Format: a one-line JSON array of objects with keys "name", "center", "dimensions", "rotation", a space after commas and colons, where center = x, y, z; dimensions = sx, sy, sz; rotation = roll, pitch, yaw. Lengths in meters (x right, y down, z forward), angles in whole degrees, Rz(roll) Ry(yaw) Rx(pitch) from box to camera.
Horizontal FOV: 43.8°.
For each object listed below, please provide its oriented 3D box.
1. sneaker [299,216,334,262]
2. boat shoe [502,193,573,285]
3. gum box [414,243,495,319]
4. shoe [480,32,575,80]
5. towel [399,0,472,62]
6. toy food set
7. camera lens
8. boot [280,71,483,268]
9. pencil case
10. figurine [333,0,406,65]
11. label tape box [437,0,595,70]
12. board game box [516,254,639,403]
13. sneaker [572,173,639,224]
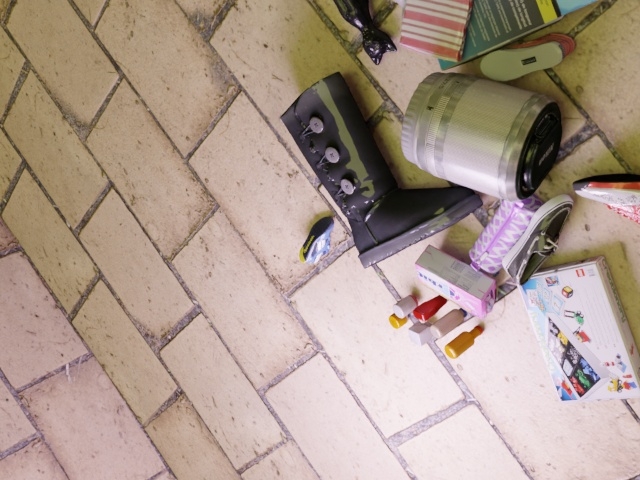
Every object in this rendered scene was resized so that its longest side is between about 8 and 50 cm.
[{"name": "sneaker", "center": [0.000, 0.000, 2.083], "dimensions": [0.144, 0.059, 0.053], "rotation": [-57, 38, 22]}, {"name": "boat shoe", "center": [0.469, 0.002, 1.671], "dimensions": [0.219, 0.078, 0.070], "rotation": [-62, 39, 33]}, {"name": "gum box", "center": [0.315, 0.097, 1.827], "dimensions": [0.188, 0.062, 0.107], "rotation": [31, 162, 26]}, {"name": "shoe", "center": [0.413, -0.365, 1.582], "dimensions": [0.178, 0.081, 0.063], "rotation": [-4, 112, 42]}, {"name": "towel", "center": [0.235, -0.464, 1.574], "dimensions": [0.144, 0.029, 0.197], "rotation": [25, 120, 30]}, {"name": "toy food set", "center": [0.274, 0.188, 1.931], "dimensions": [0.232, 0.104, 0.111], "rotation": [21, 135, 51]}, {"name": "camera lens", "center": [0.331, -0.213, 1.615], "dimensions": [0.274, 0.219, 0.219], "rotation": [23, 121, 30]}, {"name": "boot", "center": [0.129, -0.196, 1.851], "dimensions": [0.367, 0.146, 0.445], "rotation": [-29, 84, 40]}, {"name": "pencil case", "center": [0.398, -0.021, 1.730], "dimensions": [0.086, 0.088, 0.206], "rotation": [47, 129, 28]}, {"name": "figurine", "center": [0.139, -0.512, 1.735], "dimensions": [0.215, 0.092, 0.209], "rotation": [-20, 103, 49]}, {"name": "label tape box", "center": [0.355, -0.514, 1.548], "dimensions": [0.348, 0.115, 0.249], "rotation": [-18, 96, 40]}, {"name": "board game box", "center": [0.561, 0.197, 1.711], "dimensions": [0.193, 0.053, 0.305], "rotation": [-16, 97, 41]}, {"name": "sneaker", "center": [0.623, -0.052, 1.536], "dimensions": [0.270, 0.090, 0.145], "rotation": [3, 107, 35]}]
